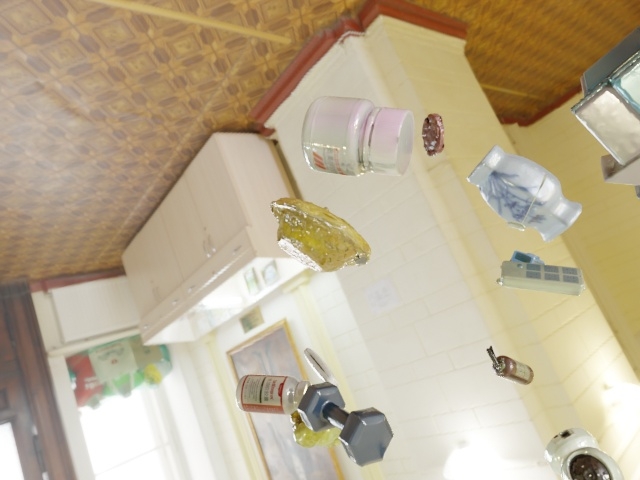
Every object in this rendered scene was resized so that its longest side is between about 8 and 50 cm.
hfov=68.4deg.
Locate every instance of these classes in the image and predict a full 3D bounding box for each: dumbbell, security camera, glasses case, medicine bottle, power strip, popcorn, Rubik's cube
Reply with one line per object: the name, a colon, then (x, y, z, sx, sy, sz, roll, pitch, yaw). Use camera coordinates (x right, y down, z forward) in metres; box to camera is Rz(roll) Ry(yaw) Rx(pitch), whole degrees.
dumbbell: (0.067, 0.536, 1.402, 0.156, 0.144, 0.316, 1, -178, -32)
security camera: (0.914, 0.792, 1.609, 0.194, 0.195, 0.236, -23, -153, 0)
glasses case: (0.002, 0.458, 1.684, 0.049, 0.197, 0.076, -37, 132, -11)
medicine bottle: (0.126, -0.333, 1.545, 0.324, 0.256, 0.256, 12, 179, 21)
medicine bottle: (-0.161, 0.537, 1.643, 0.250, 0.131, 0.131, -3, 173, 18)
power strip: (0.718, 0.120, 1.542, 0.270, 0.046, 0.118, 5, -149, 21)
popcorn: (-0.011, 0.702, 1.863, 0.286, 0.225, 0.174, 20, 109, -46)
Rubik's cube: (0.751, -0.290, 0.977, 0.368, 0.358, 0.387, 28, 142, -11)

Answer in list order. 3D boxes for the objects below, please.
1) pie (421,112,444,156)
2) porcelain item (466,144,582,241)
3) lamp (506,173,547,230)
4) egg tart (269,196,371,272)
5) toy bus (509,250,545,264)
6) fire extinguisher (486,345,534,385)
pie: (0.393, -0.367, 1.641, 0.038, 0.154, 0.153, -7, 165, -9)
porcelain item: (0.785, -0.184, 1.834, 0.178, 0.405, 0.242, -49, 173, -30)
lamp: (0.652, -0.125, 1.477, 0.198, 0.056, 0.050, -63, 159, -3)
egg tart: (-0.025, 0.000, 1.820, 0.178, 0.443, 0.443, -60, 174, -13)
toy bus: (1.040, 0.128, 2.377, 0.234, 0.116, 0.134, 12, 101, -51)
fire extinguisher: (0.602, 0.402, 1.518, 0.071, 0.099, 0.231, -38, 134, 28)
